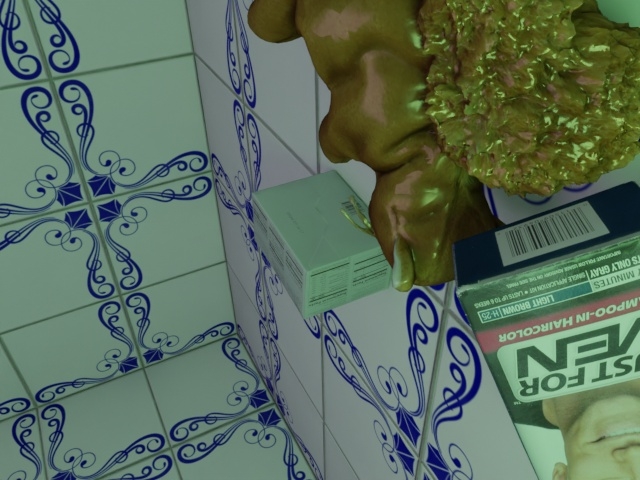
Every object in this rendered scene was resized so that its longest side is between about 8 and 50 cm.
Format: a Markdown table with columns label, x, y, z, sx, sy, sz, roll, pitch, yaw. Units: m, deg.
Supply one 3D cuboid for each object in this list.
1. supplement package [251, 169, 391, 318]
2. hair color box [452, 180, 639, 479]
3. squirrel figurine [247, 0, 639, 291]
| label | x | y | z | sx | sy | sz | roll | pitch | yaw |
| --- | --- | --- | --- | --- | --- | --- | --- | --- | --- |
| supplement package | 0.000 | 0.000 | 1.190 | 0.261 | 0.204 | 0.145 | 54 | 152 | 39 |
| hair color box | 0.269 | 0.139 | 0.535 | 0.347 | 0.174 | 0.105 | 62 | -159 | -18 |
| squirrel figurine | 0.136 | -0.130 | 0.611 | 0.397 | 0.281 | 0.370 | -3 | 96 | 60 |
